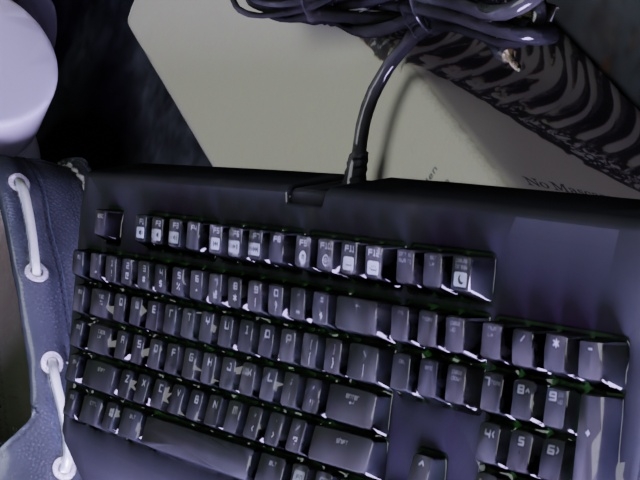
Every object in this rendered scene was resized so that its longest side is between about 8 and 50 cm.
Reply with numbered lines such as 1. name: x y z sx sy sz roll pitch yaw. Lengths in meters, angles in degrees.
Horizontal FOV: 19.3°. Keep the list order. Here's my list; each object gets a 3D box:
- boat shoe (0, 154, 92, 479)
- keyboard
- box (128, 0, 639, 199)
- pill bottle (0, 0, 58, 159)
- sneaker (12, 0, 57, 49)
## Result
1. boat shoe: -0.135 0.104 0.895 0.114 0.091 0.302 -34 52 49
2. keyboard: 0.000 0.000 0.568 0.317 0.033 0.201 7 86 57
3. box: 0.032 -0.039 0.662 0.094 0.113 0.275 -63 36 24
4. pill bottle: -0.224 -0.028 1.018 0.229 0.131 0.131 -56 37 44
5. sneaker: -0.249 -0.087 1.149 0.300 0.111 0.121 -45 34 34
